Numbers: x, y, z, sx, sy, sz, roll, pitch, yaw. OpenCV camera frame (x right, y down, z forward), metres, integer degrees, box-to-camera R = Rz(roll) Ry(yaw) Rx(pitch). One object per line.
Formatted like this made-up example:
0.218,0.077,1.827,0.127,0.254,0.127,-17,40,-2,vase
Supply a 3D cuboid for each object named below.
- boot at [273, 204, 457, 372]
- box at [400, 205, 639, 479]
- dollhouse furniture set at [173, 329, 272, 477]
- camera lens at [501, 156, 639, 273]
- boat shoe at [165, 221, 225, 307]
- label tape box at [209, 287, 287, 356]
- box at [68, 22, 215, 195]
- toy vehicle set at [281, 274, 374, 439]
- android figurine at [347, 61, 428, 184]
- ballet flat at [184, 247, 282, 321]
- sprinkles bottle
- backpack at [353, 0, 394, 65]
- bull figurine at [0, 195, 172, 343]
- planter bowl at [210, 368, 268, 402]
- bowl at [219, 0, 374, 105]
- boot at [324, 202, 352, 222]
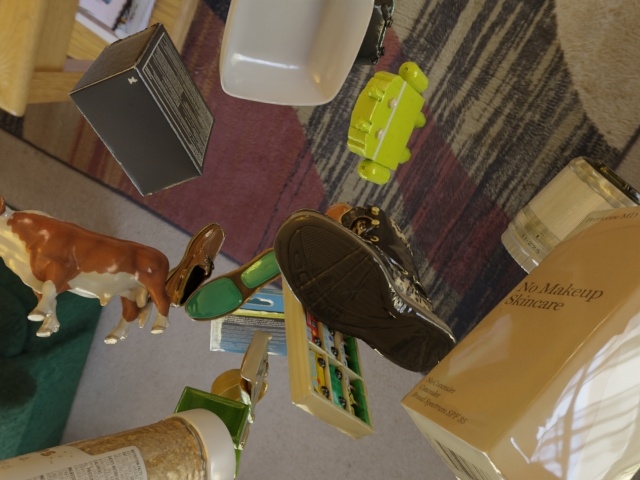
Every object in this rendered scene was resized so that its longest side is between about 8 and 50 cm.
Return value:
0.069,0.032,0.885,0.377,0.284,0.138,37,112,-25,boot
0.244,0.105,0.478,0.311,0.148,0.121,-40,100,-16,box
-0.227,0.369,1.222,0.151,0.302,0.198,13,133,3,dollhouse furniture set
0.594,-0.039,1.190,0.219,0.219,0.274,39,116,0,camera lens
-0.377,0.080,1.597,0.104,0.307,0.111,14,153,35,boat shoe
-0.198,0.213,1.521,0.248,0.115,0.348,6,138,-8,label tape box
-0.420,-0.325,1.267,0.182,0.294,0.296,-18,128,10,box
0.007,0.165,0.828,0.035,0.267,0.166,-31,131,20,toy vehicle set
0.142,-0.240,1.048,0.056,0.272,0.249,27,98,27,android figurine
-0.163,0.094,1.035,0.232,0.073,0.080,-29,87,-9,ballet flat
-0.255,0.273,0.539,0.121,0.355,0.122,-3,84,36,sprinkles bottle
0.061,-0.504,1.176,0.144,0.188,0.166,-6,129,-22,backpack
-0.365,0.049,0.771,0.101,0.310,0.189,-35,55,36,bull figurine
-0.284,0.479,1.648,0.217,0.217,0.090,-51,53,22,planter bowl
-0.030,-0.210,0.510,0.142,0.053,0.142,-2,139,-29,bowl
0.000,0.000,1.243,0.073,0.152,0.197,41,140,-5,boot
